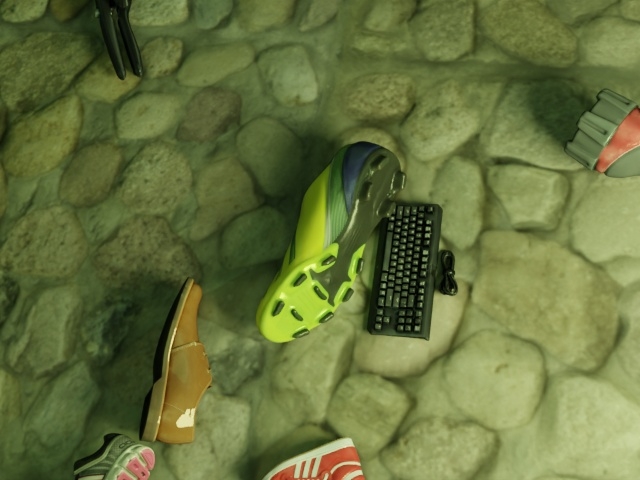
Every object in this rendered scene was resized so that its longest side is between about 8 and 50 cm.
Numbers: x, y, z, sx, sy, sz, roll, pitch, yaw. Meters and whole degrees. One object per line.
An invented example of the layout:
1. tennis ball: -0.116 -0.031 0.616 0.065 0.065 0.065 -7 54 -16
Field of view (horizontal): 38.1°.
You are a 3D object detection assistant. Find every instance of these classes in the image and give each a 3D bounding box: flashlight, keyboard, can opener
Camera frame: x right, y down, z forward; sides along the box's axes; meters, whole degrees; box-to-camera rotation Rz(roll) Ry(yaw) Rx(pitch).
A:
1. flashlight: 0.448 -0.067 1.119 0.304 0.103 0.103 37 73 18
2. keyboard: 0.121 0.036 1.165 0.108 0.023 0.180 4 68 11
3. can opener: -0.304 -0.321 1.379 0.059 0.073 0.186 -10 74 -4

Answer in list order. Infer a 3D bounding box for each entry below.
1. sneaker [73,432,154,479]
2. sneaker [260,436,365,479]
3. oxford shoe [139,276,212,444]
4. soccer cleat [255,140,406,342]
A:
1. sneaker: -0.269 0.300 1.096 0.074 0.063 0.170 33 85 40
2. sneaker: -0.007 0.280 1.068 0.118 0.042 0.067 -24 61 -3
3. oxford shoe: -0.168 0.150 1.150 0.076 0.076 0.212 14 68 -14
4. soccer cleat: 0.001 0.000 1.181 0.121 0.093 0.289 19 73 49
